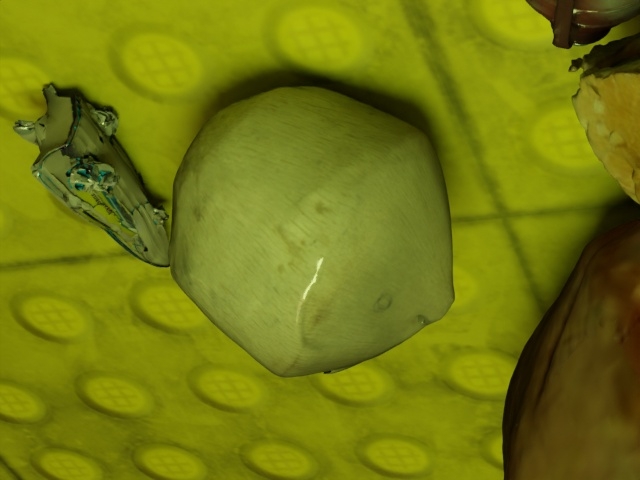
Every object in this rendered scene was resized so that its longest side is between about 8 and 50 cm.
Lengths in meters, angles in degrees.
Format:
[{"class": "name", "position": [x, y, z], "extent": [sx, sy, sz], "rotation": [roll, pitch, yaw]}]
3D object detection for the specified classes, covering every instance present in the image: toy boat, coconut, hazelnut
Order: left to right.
[{"class": "toy boat", "position": [-0.166, -0.036, 1.194], "extent": [0.066, 0.084, 0.210], "rotation": [-15, 141, 15]}, {"class": "coconut", "position": [0.000, 0.000, 1.087], "extent": [0.224, 0.224, 0.224], "rotation": [9, 142, 7]}, {"class": "hazelnut", "position": [0.302, 0.134, 1.086], "extent": [0.372, 0.315, 0.372], "rotation": [-11, 161, -4]}]

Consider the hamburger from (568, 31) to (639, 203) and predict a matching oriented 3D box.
[{"class": "hamburger", "position": [0.330, -0.056, 0.872], "extent": [0.329, 0.162, 0.209], "rotation": [-17, 110, 13]}]

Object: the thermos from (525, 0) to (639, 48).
[{"class": "thermos", "position": [0.158, -0.188, 0.864], "extent": [0.098, 0.124, 0.232], "rotation": [15, 150, 12]}]
